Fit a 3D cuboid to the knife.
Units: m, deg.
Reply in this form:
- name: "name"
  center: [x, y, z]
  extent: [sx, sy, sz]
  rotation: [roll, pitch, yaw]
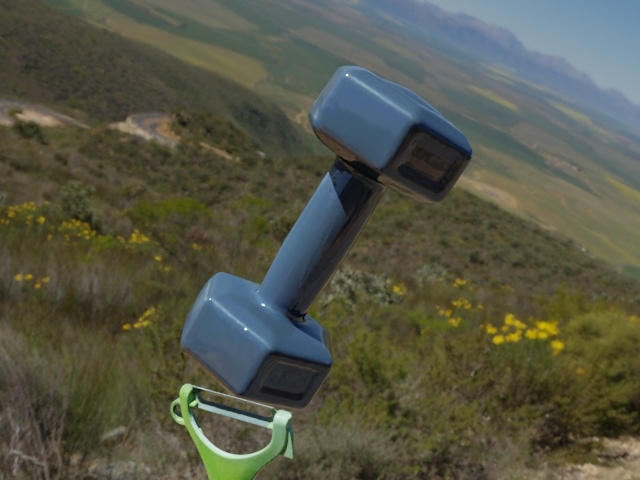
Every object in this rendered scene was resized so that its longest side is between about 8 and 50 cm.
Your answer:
- name: "knife"
  center: [-0.045, 0.157, 0.398]
  extent: [0.078, 0.166, 0.022]
  rotation: [11, 23, 33]

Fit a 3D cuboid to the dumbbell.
- name: "dumbbell"
  center: [0.000, 0.000, 0.703]
  extent: [0.160, 0.325, 0.144]
  rotation: [36, 14, 19]
